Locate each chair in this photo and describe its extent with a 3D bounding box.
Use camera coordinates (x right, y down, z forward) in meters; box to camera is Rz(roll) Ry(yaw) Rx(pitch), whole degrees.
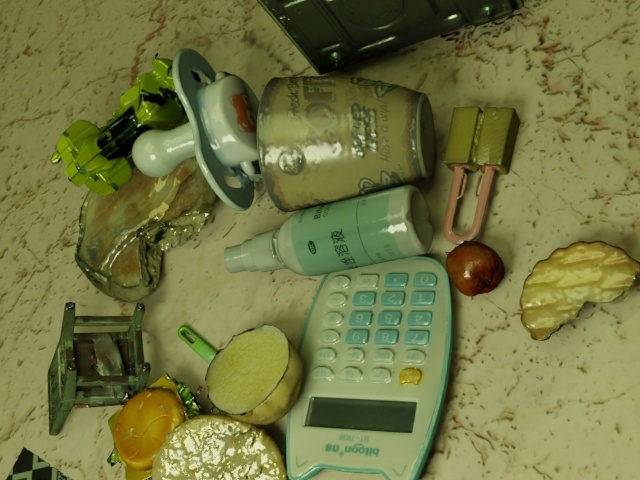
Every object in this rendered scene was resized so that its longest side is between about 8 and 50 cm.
[{"bbox_3d":[-0.392,0.230,1.608,0.270,0.147,0.136,119,146,-49],"label":"chair"}]

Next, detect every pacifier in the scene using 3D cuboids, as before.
[{"bbox_3d":[-0.219,-0.177,1.605,0.233,0.244,0.299,-18,81,13],"label":"pacifier"}]

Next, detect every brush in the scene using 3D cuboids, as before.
[{"bbox_3d":[0.243,-0.100,1.446,0.103,0.047,0.233,4,71,31],"label":"brush"}]

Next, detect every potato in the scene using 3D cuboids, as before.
[{"bbox_3d":[-0.095,0.221,1.423,0.164,0.081,0.200,-47,28,-8],"label":"potato"}]

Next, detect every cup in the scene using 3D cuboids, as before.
[{"bbox_3d":[0.061,-0.183,1.518,0.257,0.227,0.301,0,38,16],"label":"cup"}]

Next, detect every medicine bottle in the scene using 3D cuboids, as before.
[{"bbox_3d":[0.000,0.000,1.465,0.352,0.110,0.110,-12,62,26],"label":"medicine bottle"}]

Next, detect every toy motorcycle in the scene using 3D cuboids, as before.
[{"bbox_3d":[-0.337,-0.224,1.713,0.142,0.206,0.342,45,64,-2],"label":"toy motorcycle"}]

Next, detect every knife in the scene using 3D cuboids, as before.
[{"bbox_3d":[-0.183,0.212,1.553,0.212,0.015,0.054,36,88,35],"label":"knife"}]

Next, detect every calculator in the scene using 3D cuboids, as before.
[{"bbox_3d":[0.079,0.186,1.396,0.256,0.054,0.386,-3,65,29],"label":"calculator"}]

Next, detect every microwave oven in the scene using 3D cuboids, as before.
[{"bbox_3d":[0.101,-0.487,1.534,0.394,0.333,0.247,-15,57,24],"label":"microwave oven"}]

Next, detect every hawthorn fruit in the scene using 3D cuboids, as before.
[{"bbox_3d":[0.226,0.035,1.370,0.081,0.081,0.093,-38,47,8],"label":"hawthorn fruit"}]

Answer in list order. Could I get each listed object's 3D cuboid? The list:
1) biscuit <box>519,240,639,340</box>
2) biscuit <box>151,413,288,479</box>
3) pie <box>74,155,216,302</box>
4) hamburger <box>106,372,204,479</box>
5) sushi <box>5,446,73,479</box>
[{"bbox_3d":[0.361,0.066,1.291,0.183,0.061,0.118,-33,54,9],"label":"biscuit"},{"bbox_3d":[-0.156,0.370,1.399,0.220,0.033,0.220,0,88,9],"label":"biscuit"},{"bbox_3d":[-0.334,-0.044,1.727,0.337,0.075,0.337,-17,56,26],"label":"pie"},{"bbox_3d":[-0.265,0.317,1.499,0.189,0.093,0.164,-25,58,14],"label":"hamburger"},{"bbox_3d":[-0.517,0.499,1.583,0.231,0.047,0.219,19,77,35],"label":"sushi"}]
